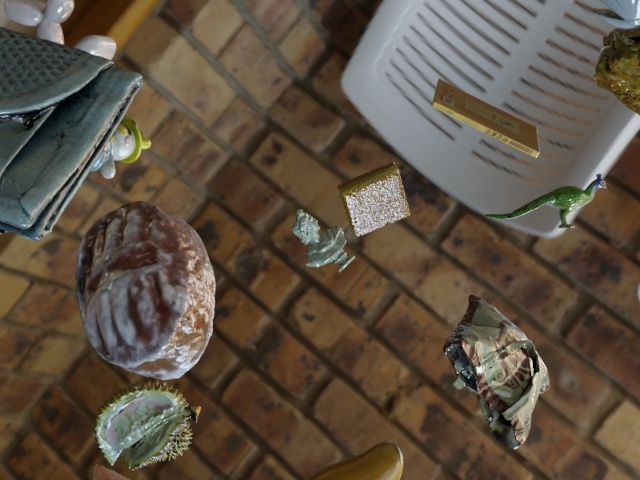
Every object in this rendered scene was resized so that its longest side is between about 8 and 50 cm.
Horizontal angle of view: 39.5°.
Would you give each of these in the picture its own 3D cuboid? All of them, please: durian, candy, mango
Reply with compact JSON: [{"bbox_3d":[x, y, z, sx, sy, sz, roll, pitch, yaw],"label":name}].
[{"bbox_3d":[-0.335,0.352,1.804,0.138,0.237,0.194,-64,-44,-64],"label":"durian"},{"bbox_3d":[-0.279,0.074,1.407,0.157,0.214,0.290,38,-154,-58],"label":"candy"},{"bbox_3d":[0.048,0.370,1.328,0.102,0.184,0.085,45,158,55],"label":"mango"}]

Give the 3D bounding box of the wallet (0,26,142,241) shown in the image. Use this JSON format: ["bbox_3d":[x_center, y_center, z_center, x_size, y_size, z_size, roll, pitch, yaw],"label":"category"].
[{"bbox_3d":[-0.379,-0.142,0.877,0.341,0.237,0.075,17,142,7],"label":"wallet"}]

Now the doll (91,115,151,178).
[{"bbox_3d":[-0.406,-0.181,1.629,0.135,0.099,0.241,20,-159,24],"label":"doll"}]

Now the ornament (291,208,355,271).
[{"bbox_3d":[0.002,0.003,1.175,0.092,0.069,0.041,19,158,-7],"label":"ornament"}]

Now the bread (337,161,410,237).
[{"bbox_3d":[0.081,-0.062,1.345,0.035,0.094,0.090,-117,6,-52],"label":"bread"}]

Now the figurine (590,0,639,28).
[{"bbox_3d":[0.334,-0.273,0.947,0.082,0.094,0.086,-72,-27,-56],"label":"figurine"}]

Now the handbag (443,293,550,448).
[{"bbox_3d":[0.296,0.208,1.475,0.213,0.127,0.235,54,-155,-1],"label":"handbag"}]

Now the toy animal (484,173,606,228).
[{"bbox_3d":[0.404,-0.048,1.569,0.041,0.216,0.075,-13,-97,-84],"label":"toy animal"}]

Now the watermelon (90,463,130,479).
[{"bbox_3d":[-0.482,0.620,2.041,0.202,0.136,0.207,23,-175,38],"label":"watermelon"}]

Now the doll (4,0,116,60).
[{"bbox_3d":[-0.353,-0.263,1.214,0.159,0.161,0.059,-2,-176,25],"label":"doll"}]

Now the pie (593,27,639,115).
[{"bbox_3d":[0.533,-0.219,1.234,0.288,0.103,0.354,12,176,34],"label":"pie"}]

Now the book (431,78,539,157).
[{"bbox_3d":[0.247,-0.185,1.330,0.172,0.012,0.118,26,-151,-1],"label":"book"}]
